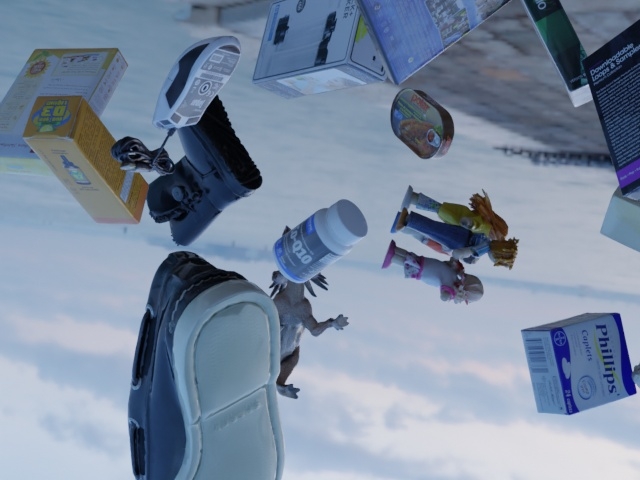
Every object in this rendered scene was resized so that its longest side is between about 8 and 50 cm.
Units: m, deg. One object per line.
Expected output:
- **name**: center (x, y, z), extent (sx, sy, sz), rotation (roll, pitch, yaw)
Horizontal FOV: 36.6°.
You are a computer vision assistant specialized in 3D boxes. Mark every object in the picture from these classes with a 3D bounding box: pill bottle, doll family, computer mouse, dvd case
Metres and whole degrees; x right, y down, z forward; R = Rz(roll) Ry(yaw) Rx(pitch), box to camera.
- **pill bottle**: center (0.000, 0.000, 1.431), extent (0.137, 0.078, 0.078), rotation (-35, 153, 33)
- **doll family**: center (0.184, -0.009, 1.313), extent (0.163, 0.118, 0.263), rotation (21, -161, 2)
- **computer mouse**: center (-0.157, -0.155, 1.074), extent (0.042, 0.193, 0.106), rotation (44, -162, 21)
- **dvd case**: center (0.149, -0.285, 0.968), extent (0.022, 0.253, 0.180), rotation (53, 179, 33)

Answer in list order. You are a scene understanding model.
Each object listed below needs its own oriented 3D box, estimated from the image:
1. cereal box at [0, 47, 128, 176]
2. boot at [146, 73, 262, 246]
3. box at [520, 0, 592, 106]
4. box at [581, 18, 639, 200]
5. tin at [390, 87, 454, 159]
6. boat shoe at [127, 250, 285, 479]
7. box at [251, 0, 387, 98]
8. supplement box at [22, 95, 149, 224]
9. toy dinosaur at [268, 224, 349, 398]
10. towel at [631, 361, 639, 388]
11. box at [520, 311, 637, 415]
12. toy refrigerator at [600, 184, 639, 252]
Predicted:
- **cereal box**: center (-0.428, -0.207, 1.530), extent (0.173, 0.240, 0.047), rotation (5, 146, 23)
- **boot**: center (-0.229, -0.132, 1.593), extent (0.207, 0.246, 0.094), rotation (-33, 177, 35)
- **box**: center (0.387, -0.393, 1.663), extent (0.058, 0.322, 0.232), rotation (-28, 174, 15)
- **box**: center (0.317, -0.135, 0.911), extent (0.029, 0.162, 0.116), rotation (11, 148, -36)
- **tin**: center (0.202, -0.233, 1.923), extent (0.040, 0.106, 0.190), rotation (-4, -146, -28)
- **boat shoe**: center (-0.112, 0.156, 0.839), extent (0.127, 0.340, 0.113), rotation (-23, -136, -29)
- **box**: center (0.009, -0.350, 1.676), extent (0.087, 0.169, 0.290), rotation (19, 171, -35)
- **supplement box**: center (-0.325, -0.109, 1.365), extent (0.078, 0.080, 0.233), rotation (2, 154, 16)
- **toy dinosaur**: center (-0.064, 0.145, 1.674), extent (0.127, 0.296, 0.200), rotation (24, -164, -19)
- **towel**: center (0.587, 0.154, 1.381), extent (0.187, 0.282, 0.049), rotation (46, 173, -9)
- **box**: center (0.376, 0.177, 1.408), extent (0.137, 0.126, 0.072), rotation (-11, 179, -27)
- **toy refrigerator**: center (0.533, -0.011, 1.314), extent (0.269, 0.102, 0.094), rotation (29, 147, 22)
